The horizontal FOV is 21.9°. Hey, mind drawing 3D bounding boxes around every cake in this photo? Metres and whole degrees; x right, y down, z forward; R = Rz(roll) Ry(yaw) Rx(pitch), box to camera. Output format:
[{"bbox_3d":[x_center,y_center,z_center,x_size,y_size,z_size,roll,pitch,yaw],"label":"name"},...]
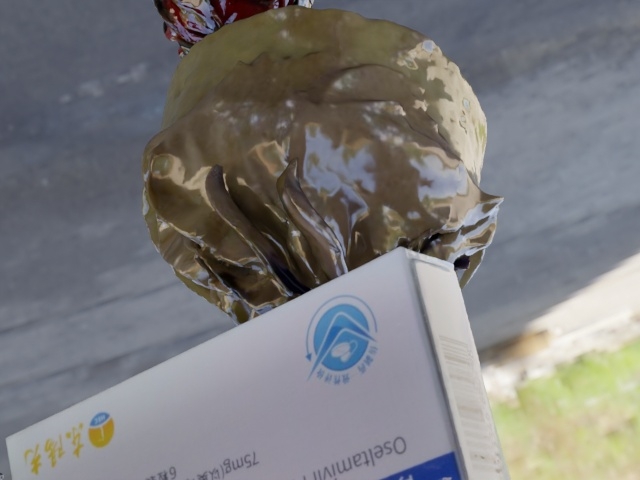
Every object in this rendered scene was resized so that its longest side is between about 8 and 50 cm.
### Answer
[{"bbox_3d":[-0.008,0.001,1.471,0.332,0.321,0.332,5,138,4],"label":"cake"}]

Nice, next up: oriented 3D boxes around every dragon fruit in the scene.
[{"bbox_3d":[-0.088,-0.260,1.702,0.182,0.189,0.182,-18,-156,8],"label":"dragon fruit"}]

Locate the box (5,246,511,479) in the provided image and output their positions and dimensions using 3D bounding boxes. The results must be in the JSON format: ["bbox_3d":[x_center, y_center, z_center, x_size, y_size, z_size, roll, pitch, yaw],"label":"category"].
[{"bbox_3d":[-0.047,0.163,1.038,0.343,0.200,0.065,-26,155,28],"label":"box"}]

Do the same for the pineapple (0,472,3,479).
[{"bbox_3d":[-0.325,0.232,1.395,0.125,0.125,0.251,-19,-177,-9],"label":"pineapple"}]
